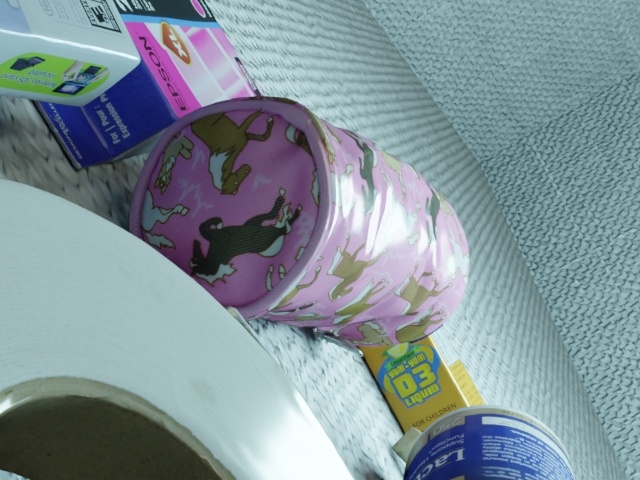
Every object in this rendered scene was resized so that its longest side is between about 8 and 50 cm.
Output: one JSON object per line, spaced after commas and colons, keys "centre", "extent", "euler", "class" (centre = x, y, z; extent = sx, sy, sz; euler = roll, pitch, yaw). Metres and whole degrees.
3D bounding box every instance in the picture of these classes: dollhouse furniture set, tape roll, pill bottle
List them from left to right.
{"centre": [-0.082, 0.154, 0.424], "extent": [0.392, 0.072, 0.392], "euler": [45, 26, -28], "class": "tape roll"}
{"centre": [0.128, 0.224, 1.154], "extent": [0.114, 0.091, 0.081], "euler": [45, -24, 9], "class": "dollhouse furniture set"}
{"centre": [0.136, 0.247, 0.946], "extent": [0.153, 0.153, 0.264], "euler": [58, 13, -9], "class": "pill bottle"}

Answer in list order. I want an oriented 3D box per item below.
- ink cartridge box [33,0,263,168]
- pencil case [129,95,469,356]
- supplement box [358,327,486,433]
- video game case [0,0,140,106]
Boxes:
{"centre": [-0.153, -0.162, 0.973], "extent": [0.175, 0.069, 0.371], "euler": [59, 16, -3], "class": "ink cartridge box"}
{"centre": [0.000, 0.000, 0.953], "extent": [0.386, 0.160, 0.167], "euler": [23, 62, -67], "class": "pencil case"}
{"centre": [0.114, 0.158, 1.217], "extent": [0.233, 0.078, 0.080], "euler": [61, 17, 8], "class": "supplement box"}
{"centre": [-0.245, -0.210, 0.660], "extent": [0.244, 0.061, 0.269], "euler": [1, 59, -63], "class": "video game case"}
